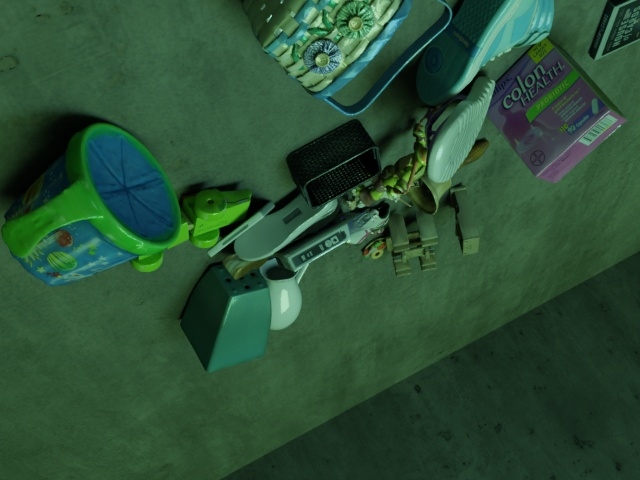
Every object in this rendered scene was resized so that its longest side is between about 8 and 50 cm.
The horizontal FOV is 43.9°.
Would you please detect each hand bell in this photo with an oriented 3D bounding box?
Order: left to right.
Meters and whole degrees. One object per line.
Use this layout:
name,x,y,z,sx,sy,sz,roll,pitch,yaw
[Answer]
hand bell,0.334,-0.180,1.985,0.242,0.126,0.126,-35,156,-19

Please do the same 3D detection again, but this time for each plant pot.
plant pot,-0.215,0.168,1.925,0.165,0.165,0.234,-12,140,-33

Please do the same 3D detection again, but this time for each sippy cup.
sippy cup,-0.392,-0.042,1.323,0.224,0.240,0.305,-29,147,20

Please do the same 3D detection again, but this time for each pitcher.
pitcher,-0.089,0.120,2.033,0.177,0.125,0.207,-32,147,-34

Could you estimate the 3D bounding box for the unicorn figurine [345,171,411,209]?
unicorn figurine,0.136,-0.115,1.925,0.161,0.060,0.111,-13,155,-2

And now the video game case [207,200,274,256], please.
video game case,-0.168,-0.027,1.704,0.143,0.019,0.157,-37,-174,11

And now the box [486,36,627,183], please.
box,0.520,-0.294,1.797,0.213,0.243,0.117,-45,150,27

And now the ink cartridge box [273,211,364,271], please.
ink cartridge box,0.000,0.000,1.860,0.208,0.045,0.206,-31,-172,-9

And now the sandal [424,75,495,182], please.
sandal,0.268,-0.237,1.659,0.416,0.102,0.169,-45,150,-56

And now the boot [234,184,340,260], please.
boot,-0.067,-0.026,1.815,0.258,0.095,0.123,-32,159,8

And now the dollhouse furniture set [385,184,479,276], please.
dollhouse furniture set,0.295,-0.033,2.172,0.242,0.161,0.212,-11,153,3

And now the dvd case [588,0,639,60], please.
dvd case,0.757,-0.536,1.870,0.238,0.030,0.179,-26,153,-11

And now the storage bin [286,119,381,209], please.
storage bin,0.030,-0.161,1.693,0.180,0.084,0.122,-29,153,-5

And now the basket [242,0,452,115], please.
basket,0.040,-0.336,1.265,0.289,0.201,0.255,17,127,-44

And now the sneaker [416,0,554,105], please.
sneaker,0.343,-0.390,1.580,0.208,0.127,0.319,-4,144,-41

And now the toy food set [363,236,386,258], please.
toy food set,0.154,0.022,2.209,0.082,0.020,0.083,-2,142,-45

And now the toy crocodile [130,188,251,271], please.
toy crocodile,-0.290,-0.035,1.574,0.340,0.105,0.115,-23,153,-26

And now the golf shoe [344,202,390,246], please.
golf shoe,0.107,-0.045,1.983,0.186,0.067,0.086,-29,149,-47

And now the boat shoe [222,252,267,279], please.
boat shoe,-0.166,0.035,1.855,0.063,0.059,0.170,-56,166,29

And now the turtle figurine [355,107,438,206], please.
turtle figurine,0.186,-0.165,1.769,0.087,0.270,0.217,37,142,-21
